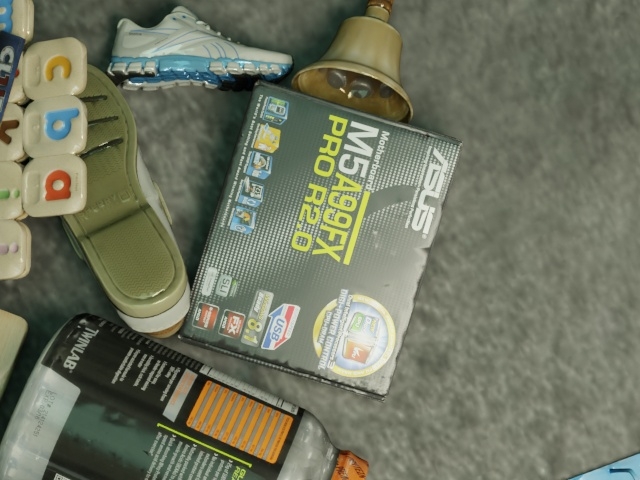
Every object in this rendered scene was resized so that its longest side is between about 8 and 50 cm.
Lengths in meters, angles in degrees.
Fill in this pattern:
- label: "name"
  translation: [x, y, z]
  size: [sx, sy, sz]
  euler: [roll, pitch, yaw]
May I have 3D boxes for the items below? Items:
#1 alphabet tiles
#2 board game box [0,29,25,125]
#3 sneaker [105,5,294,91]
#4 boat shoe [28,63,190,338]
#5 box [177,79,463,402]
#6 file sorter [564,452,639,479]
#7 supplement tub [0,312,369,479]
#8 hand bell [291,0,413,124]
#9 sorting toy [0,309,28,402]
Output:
- label: "alphabet tiles"
  translation: [-0.342, -0.099, 1.538]
  size: [0.278, 0.021, 0.284]
  euler: [-6, 80, 26]
- label: "board game box"
  translation: [-0.392, -0.099, 1.528]
  size: [0.165, 0.042, 0.243]
  euler: [17, 91, 28]
- label: "sneaker"
  translation: [-0.121, -0.198, 1.602]
  size: [0.190, 0.071, 0.083]
  euler: [2, 76, -3]
- label: "boat shoe"
  translation: [-0.211, -0.035, 1.549]
  size: [0.113, 0.103, 0.302]
  euler: [-18, 61, -8]
- label: "box"
  translation: [0.000, 0.000, 1.560]
  size: [0.216, 0.060, 0.270]
  euler: [17, 90, 0]
- label: "file sorter"
  translation: [0.310, 0.273, 1.534]
  size: [0.170, 0.104, 0.118]
  euler: [-19, 82, -5]
- label: "supplement tub"
  translation: [-0.127, 0.212, 1.474]
  size: [0.316, 0.193, 0.194]
  euler: [25, 81, 1]
- label: "hand bell"
  translation: [0.061, -0.245, 1.616]
  size: [0.126, 0.126, 0.242]
  euler: [16, 68, -1]
- label: "sorting toy"
  translation: [-0.441, 0.157, 1.517]
  size: [0.255, 0.089, 0.257]
  euler: [20, 80, 0]
